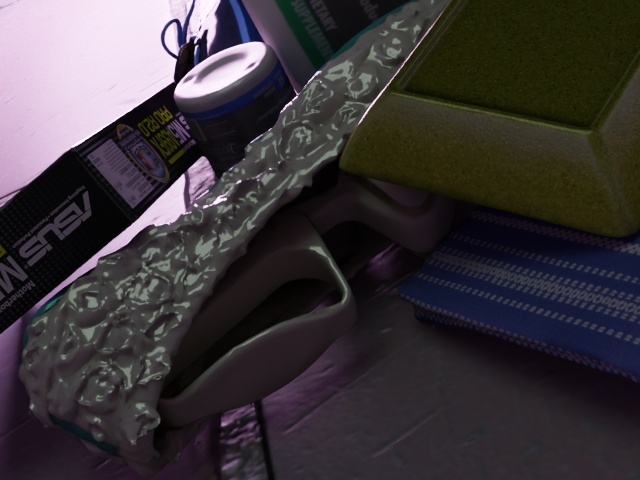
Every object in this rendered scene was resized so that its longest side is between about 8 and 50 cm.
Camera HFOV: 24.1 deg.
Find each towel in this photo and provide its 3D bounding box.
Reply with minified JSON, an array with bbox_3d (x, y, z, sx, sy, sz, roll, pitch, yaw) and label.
[{"bbox_3d":[0.217,-0.056,0.853,0.336,0.040,0.243,-46,24,-15],"label":"towel"}]

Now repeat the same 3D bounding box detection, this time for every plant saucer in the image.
[{"bbox_3d":[0.127,-0.100,0.860,0.188,0.045,0.188,16,54,31],"label":"plant saucer"}]

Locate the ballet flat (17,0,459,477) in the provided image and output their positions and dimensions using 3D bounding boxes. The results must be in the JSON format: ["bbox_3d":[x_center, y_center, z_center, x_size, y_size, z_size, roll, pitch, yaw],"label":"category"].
[{"bbox_3d":[0.000,0.000,0.941,0.409,0.147,0.147,-41,30,-17],"label":"ballet flat"}]

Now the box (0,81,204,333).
[{"bbox_3d":[-0.188,-0.002,1.024,0.216,0.060,0.270,-39,6,14],"label":"box"}]

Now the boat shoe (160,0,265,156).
[{"bbox_3d":[-0.094,-0.158,1.306,0.089,0.109,0.258,-27,25,7],"label":"boat shoe"}]

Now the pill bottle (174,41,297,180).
[{"bbox_3d":[-0.039,-0.062,1.050,0.078,0.137,0.078,-22,28,12],"label":"pill bottle"}]

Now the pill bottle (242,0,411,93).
[{"bbox_3d":[0.122,-0.239,1.107,0.361,0.204,0.204,-31,26,8],"label":"pill bottle"}]
